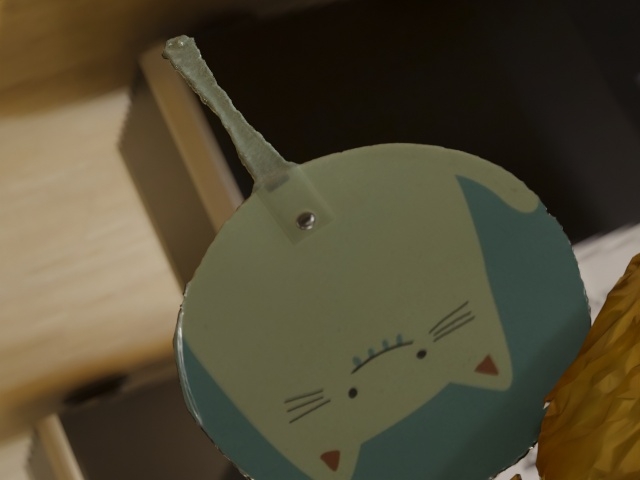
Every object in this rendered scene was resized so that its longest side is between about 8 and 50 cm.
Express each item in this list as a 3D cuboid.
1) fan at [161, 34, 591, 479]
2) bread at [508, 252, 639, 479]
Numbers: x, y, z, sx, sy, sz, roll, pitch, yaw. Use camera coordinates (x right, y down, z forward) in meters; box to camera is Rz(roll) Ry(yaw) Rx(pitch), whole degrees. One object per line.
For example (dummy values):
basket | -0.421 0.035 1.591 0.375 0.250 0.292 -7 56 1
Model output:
fan | 0.000 0.000 0.515 0.113 0.175 0.005 -31 149 -8
bread | 0.235 0.024 0.364 0.398 0.215 0.398 -41 -173 7
